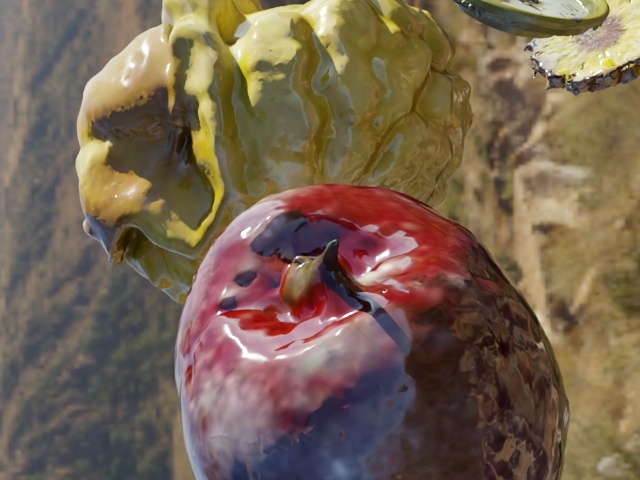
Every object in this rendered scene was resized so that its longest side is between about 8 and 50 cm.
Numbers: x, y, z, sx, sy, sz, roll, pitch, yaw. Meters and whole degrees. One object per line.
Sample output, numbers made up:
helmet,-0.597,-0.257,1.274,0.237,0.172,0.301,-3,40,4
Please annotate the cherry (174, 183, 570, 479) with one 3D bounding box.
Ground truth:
cherry,0.027,0.098,0.723,0.230,0.203,0.300,-128,20,-51

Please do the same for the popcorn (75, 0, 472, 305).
popcorn,-0.049,-0.112,1.165,0.382,0.349,0.349,65,151,28

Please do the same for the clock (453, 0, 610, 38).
clock,0.233,-0.295,1.619,0.237,0.237,0.057,-117,38,-52

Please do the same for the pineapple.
pineapple,0.391,-0.277,1.834,0.047,0.221,0.221,56,-174,-40
